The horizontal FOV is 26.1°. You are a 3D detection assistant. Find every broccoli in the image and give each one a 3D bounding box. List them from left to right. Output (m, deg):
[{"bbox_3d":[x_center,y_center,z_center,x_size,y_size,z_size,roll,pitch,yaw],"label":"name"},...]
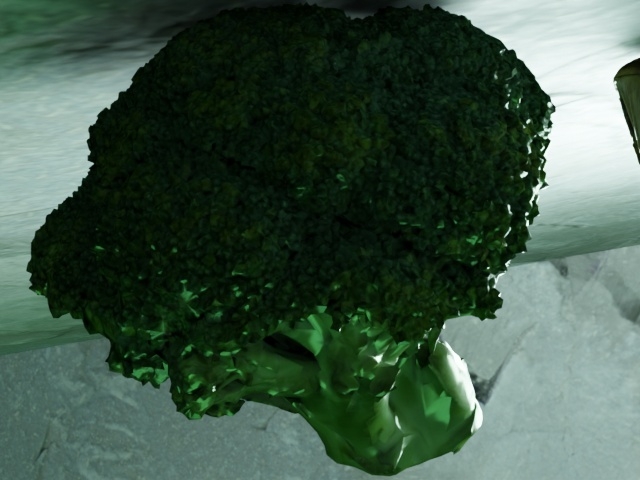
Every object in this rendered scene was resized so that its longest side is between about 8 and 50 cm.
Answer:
[{"bbox_3d":[0.000,0.000,0.651,0.262,0.241,0.269,-25,-151,-18],"label":"broccoli"}]

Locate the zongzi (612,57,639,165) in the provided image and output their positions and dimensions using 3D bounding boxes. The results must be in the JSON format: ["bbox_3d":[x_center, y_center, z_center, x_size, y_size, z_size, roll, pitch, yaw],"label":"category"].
[{"bbox_3d":[0.248,-0.033,0.749,0.084,0.184,0.187,0,171,-26],"label":"zongzi"}]
